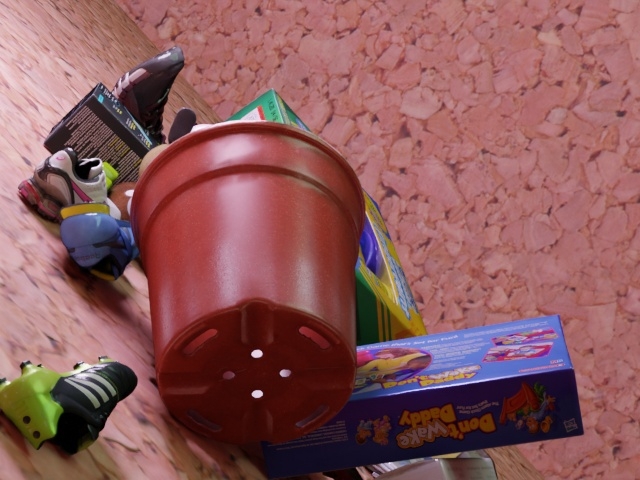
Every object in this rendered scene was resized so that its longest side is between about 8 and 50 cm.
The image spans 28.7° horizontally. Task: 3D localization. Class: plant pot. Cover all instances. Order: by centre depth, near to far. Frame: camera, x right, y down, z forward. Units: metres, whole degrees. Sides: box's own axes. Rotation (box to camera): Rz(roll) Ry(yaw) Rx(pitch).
[{"bbox_3d":[-0.074,0.057,1.339,0.272,0.272,0.265,43,25,-32],"label":"plant pot"}]

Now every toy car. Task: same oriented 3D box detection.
[{"bbox_3d":[-0.206,-0.077,1.668,0.155,0.188,0.149,45,6,-10],"label":"toy car"}]

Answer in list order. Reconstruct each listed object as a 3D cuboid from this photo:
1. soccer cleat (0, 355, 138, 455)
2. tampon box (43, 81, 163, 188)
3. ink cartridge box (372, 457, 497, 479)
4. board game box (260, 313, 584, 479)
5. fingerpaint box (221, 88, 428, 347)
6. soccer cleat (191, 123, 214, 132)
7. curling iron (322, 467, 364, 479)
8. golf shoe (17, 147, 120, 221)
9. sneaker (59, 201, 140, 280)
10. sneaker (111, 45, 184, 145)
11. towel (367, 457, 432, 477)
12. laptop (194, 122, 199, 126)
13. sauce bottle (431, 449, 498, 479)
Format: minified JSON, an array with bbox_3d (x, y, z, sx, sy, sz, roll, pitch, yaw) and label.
[{"bbox_3d":[-0.196,0.135,1.010,0.072,0.060,0.179,58,15,14],"label":"soccer cleat"},{"bbox_3d":[-0.297,-0.127,1.786,0.161,0.101,0.120,46,7,-14],"label":"tampon box"},{"bbox_3d":[0.187,0.440,1.416,0.308,0.091,0.385,30,43,-70],"label":"ink cartridge box"},{"bbox_3d":[0.118,0.176,1.447,0.233,0.347,0.078,-54,134,-77],"label":"board game box"},{"bbox_3d":[0.000,0.000,2.232,0.371,0.163,0.445,46,17,-38],"label":"fingerpaint box"},{"bbox_3d":[-0.116,-0.008,1.798,0.143,0.116,0.331,-105,176,-59],"label":"soccer cleat"},{"bbox_3d":[0.016,0.285,1.487,0.035,0.068,0.274,32,8,-40],"label":"curling iron"},{"bbox_3d":[-0.281,-0.055,1.508,0.067,0.086,0.186,47,4,20],"label":"golf shoe"},{"bbox_3d":[-0.249,0.014,1.443,0.209,0.069,0.082,59,20,-80],"label":"sneaker"},{"bbox_3d":[-0.249,-0.174,1.898,0.163,0.106,0.281,56,-37,-3],"label":"sneaker"},{"bbox_3d":[0.190,0.387,1.877,0.209,0.034,0.285,36,4,22],"label":"towel"},{"bbox_3d":[-0.135,-0.066,2.292,0.234,0.136,0.265,39,48,-55],"label":"laptop"},{"bbox_3d":[0.211,0.357,2.078,0.344,0.111,0.111,48,6,15],"label":"sauce bottle"}]
